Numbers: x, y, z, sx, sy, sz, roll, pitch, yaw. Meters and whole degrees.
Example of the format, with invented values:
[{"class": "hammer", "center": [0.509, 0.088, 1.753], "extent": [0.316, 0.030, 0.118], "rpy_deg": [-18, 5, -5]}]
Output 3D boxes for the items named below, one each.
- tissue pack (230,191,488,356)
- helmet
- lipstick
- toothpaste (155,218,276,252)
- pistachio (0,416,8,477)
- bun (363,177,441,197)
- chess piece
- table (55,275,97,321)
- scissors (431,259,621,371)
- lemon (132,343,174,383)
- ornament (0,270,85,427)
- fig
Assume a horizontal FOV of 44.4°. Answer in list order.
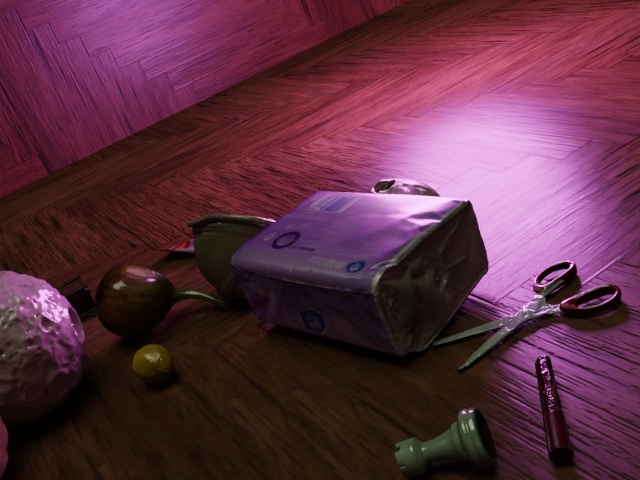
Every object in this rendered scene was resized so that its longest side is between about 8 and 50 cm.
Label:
[{"class": "tissue pack", "center": [0.062, 0.041, 1.224], "extent": [0.338, 0.160, 0.242], "rpy_deg": [8, 38, 47]}, {"class": "helmet", "center": [-0.154, 0.039, 1.445], "extent": [0.204, 0.137, 0.257], "rpy_deg": [14, -10, -25]}, {"class": "lipstick", "center": [0.264, 0.189, 0.902], "extent": [0.027, 0.027, 0.176], "rpy_deg": [-15, 23, 15]}, {"class": "toothpaste", "center": [-0.223, -0.004, 1.709], "extent": [0.301, 0.048, 0.075], "rpy_deg": [-11, 29, 28]}, {"class": "pistachio", "center": [-0.594, 0.330, 1.089], "extent": [0.318, 0.193, 0.214], "rpy_deg": [-20, 18, -30]}, {"class": "bun", "center": [0.133, -0.056, 1.428], "extent": [0.173, 0.113, 0.166], "rpy_deg": [-31, 25, -26]}, {"class": "chess piece", "center": [0.137, 0.232, 0.877], "extent": [0.103, 0.067, 0.067], "rpy_deg": [-24, 22, 19]}, {"class": "table", "center": [-0.510, 0.130, 1.628], "extent": [0.083, 0.070, 0.082], "rpy_deg": [-32, 25, -24]}, {"class": "scissors", "center": [0.278, 0.106, 1.084], "extent": [0.247, 0.017, 0.144], "rpy_deg": [-27, 23, -8]}, {"class": "lemon", "center": [-0.274, 0.202, 1.281], "extent": [0.065, 0.065, 0.092], "rpy_deg": [-37, 26, -32]}, {"class": "ornament", "center": [-0.511, 0.179, 1.299], "extent": [0.225, 0.259, 0.259], "rpy_deg": [-22, 23, -4]}, {"class": "fig", "center": [-0.290, 0.106, 1.447], "extent": [0.245, 0.149, 0.149], "rpy_deg": [-3, 24, -2]}]
